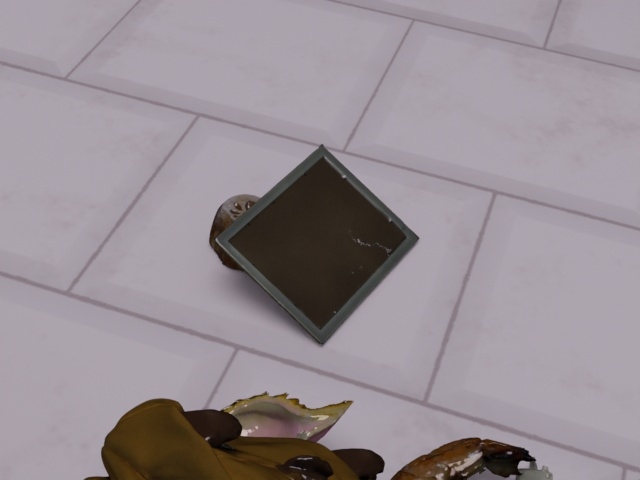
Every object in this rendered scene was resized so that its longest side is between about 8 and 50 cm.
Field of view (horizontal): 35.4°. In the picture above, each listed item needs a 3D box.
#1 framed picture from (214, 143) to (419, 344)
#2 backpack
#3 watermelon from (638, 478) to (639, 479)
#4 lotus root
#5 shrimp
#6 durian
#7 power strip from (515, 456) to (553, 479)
[{"bbox_3d":[0.000,0.000,1.587,0.231,0.018,0.293,44,52,3],"label":"framed picture"},{"bbox_3d":[-0.062,0.304,1.059,0.353,0.201,0.378,25,0,-40],"label":"backpack"},{"bbox_3d":[0.440,0.356,1.232,0.159,0.128,0.303,21,46,17],"label":"watermelon"},{"bbox_3d":[-0.115,-0.017,1.621,0.112,0.081,0.122,-16,47,-31],"label":"lotus root"},{"bbox_3d":[0.216,0.351,1.245,0.290,0.054,0.222,26,55,37],"label":"shrimp"},{"bbox_3d":[-0.057,0.264,1.313,0.224,0.078,0.140,-18,35,-1],"label":"durian"},{"bbox_3d":[0.276,0.358,1.287,0.047,0.030,0.191,5,44,4],"label":"power strip"}]
